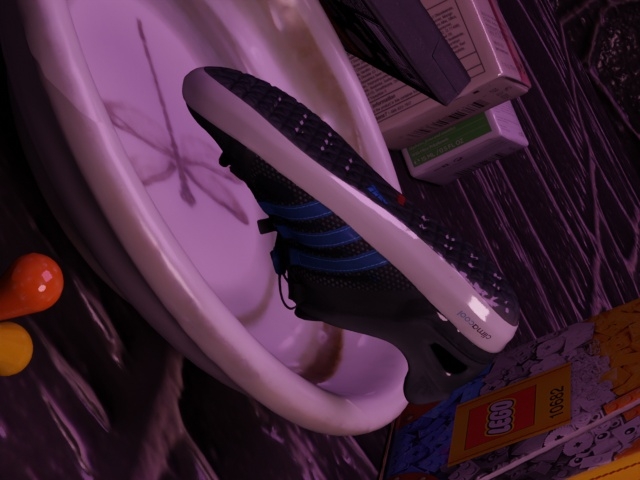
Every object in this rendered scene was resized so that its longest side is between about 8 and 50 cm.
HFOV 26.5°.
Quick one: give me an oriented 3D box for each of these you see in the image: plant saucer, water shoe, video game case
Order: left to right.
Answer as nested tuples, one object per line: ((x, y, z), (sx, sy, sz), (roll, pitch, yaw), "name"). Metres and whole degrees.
((-0.075, -0.067, 0.781), (0.400, 0.100, 0.400), (51, 25, -35), "plant saucer")
((-0.033, -0.231, 0.977), (0.275, 0.035, 0.248), (48, -6, -39), "video game case")
((0.000, 0.000, 0.656), (0.203, 0.080, 0.073), (40, 18, 3), "water shoe")

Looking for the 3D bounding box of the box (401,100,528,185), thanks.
((0.134, -0.116, 1.339), (0.102, 0.101, 0.087), (8, 59, -66), "box")

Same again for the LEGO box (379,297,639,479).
((0.323, 0.288, 0.971), (0.500, 0.372, 0.193), (60, 21, -17), "LEGO box")

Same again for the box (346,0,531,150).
((0.072, -0.216, 1.235), (0.127, 0.148, 0.232), (-1, 69, -69), "box")

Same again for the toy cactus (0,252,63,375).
((-0.187, 0.013, 0.444), (0.180, 0.112, 0.219), (50, 32, -13), "toy cactus")
